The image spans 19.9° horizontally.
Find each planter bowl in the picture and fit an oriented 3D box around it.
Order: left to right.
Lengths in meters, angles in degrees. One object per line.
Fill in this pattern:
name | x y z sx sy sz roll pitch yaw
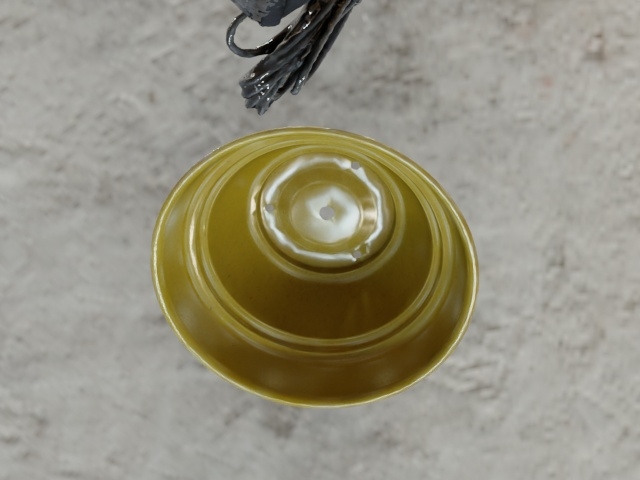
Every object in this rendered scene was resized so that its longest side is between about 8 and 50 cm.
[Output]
planter bowl | 0.000 0.000 1.227 0.217 0.217 0.090 -1 31 8

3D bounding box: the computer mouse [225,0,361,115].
computer mouse | -0.002 -0.188 0.922 0.072 0.272 0.188 24 74 25
